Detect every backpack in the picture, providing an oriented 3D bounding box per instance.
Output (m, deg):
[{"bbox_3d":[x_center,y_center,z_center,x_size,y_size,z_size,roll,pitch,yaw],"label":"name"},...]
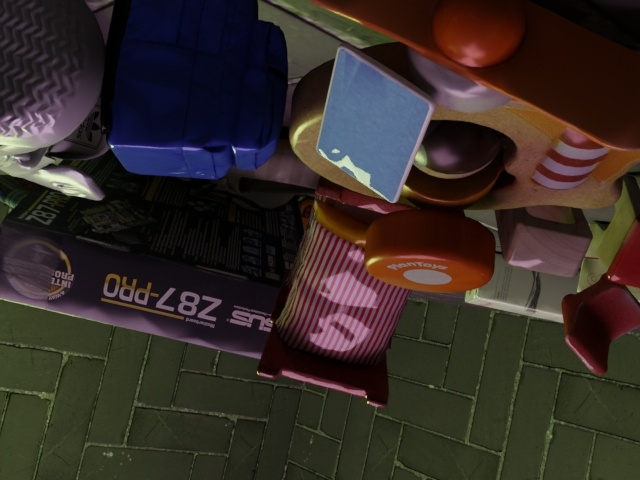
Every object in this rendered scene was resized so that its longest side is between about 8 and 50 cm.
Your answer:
[{"bbox_3d":[-0.069,-0.100,0.450,0.101,0.120,0.098,4,173,-11],"label":"backpack"}]

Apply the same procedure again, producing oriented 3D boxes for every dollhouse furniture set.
[{"bbox_3d":[0.154,0.041,0.684,0.374,0.201,0.152,14,-147,-3],"label":"dollhouse furniture set"}]

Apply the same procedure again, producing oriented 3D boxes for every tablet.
[{"bbox_3d":[0.025,-0.056,0.390,0.054,0.006,0.083,35,150,12],"label":"tablet"}]

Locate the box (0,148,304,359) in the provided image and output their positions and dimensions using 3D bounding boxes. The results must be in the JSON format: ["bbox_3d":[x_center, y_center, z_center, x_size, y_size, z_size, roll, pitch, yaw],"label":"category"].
[{"bbox_3d":[-0.176,-0.007,0.950,0.318,0.097,0.395,17,-163,-11],"label":"box"}]

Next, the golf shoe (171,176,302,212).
[{"bbox_3d":[-0.111,-0.082,0.917,0.198,0.077,0.094,8,172,27],"label":"golf shoe"}]

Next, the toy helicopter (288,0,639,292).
[{"bbox_3d":[0.141,-0.075,0.400,0.355,0.140,0.235,-3,158,30],"label":"toy helicopter"}]

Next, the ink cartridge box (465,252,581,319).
[{"bbox_3d":[0.382,0.089,1.421,0.218,0.092,0.158,10,174,5],"label":"ink cartridge box"}]

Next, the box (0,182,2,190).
[{"bbox_3d":[-0.540,-0.093,0.716,0.343,0.179,0.312,33,178,10],"label":"box"}]

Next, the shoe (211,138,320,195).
[{"bbox_3d":[-0.065,-0.075,0.828,0.219,0.058,0.076,2,173,17],"label":"shoe"}]

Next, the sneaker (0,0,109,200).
[{"bbox_3d":[-0.211,-0.112,0.590,0.366,0.137,0.210,14,177,44],"label":"sneaker"}]

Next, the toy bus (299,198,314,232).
[{"bbox_3d":[0.000,0.000,1.308,0.130,0.108,0.333,15,174,-11],"label":"toy bus"}]

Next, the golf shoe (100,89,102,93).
[{"bbox_3d":[-0.188,-0.122,0.817,0.176,0.069,0.086,20,-174,9],"label":"golf shoe"}]

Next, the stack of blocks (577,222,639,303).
[{"bbox_3d":[0.449,0.044,0.868,0.297,0.087,0.171,8,173,37],"label":"stack of blocks"}]

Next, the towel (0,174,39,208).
[{"bbox_3d":[-0.267,-0.033,1.165,0.370,0.040,0.271,25,-162,18],"label":"towel"}]
